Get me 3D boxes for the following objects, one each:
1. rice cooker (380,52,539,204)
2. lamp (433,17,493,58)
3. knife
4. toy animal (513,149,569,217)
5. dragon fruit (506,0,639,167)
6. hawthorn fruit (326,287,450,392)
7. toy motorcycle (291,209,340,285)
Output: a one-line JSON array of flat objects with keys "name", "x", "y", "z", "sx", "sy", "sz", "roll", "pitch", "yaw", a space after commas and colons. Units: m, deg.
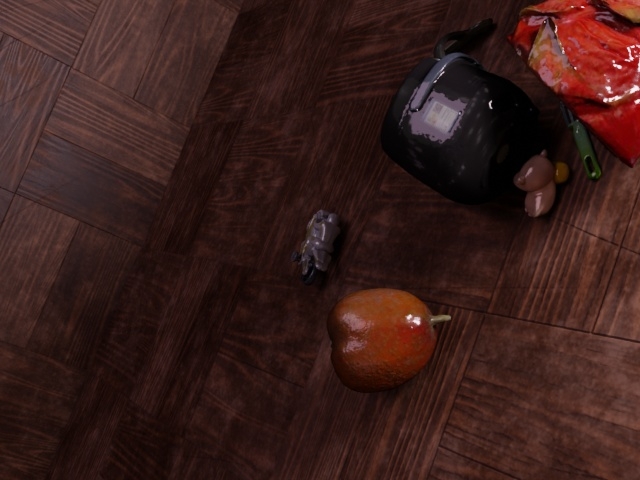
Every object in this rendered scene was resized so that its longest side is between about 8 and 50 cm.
[{"name": "rice cooker", "x": 0.264, "y": -0.204, "z": 1.595, "sx": 0.224, "sy": 0.267, "sz": 0.267, "roll": 33, "pitch": 97, "yaw": 33}, {"name": "lamp", "x": 0.266, "y": -0.350, "z": 1.874, "sx": 0.203, "sy": 0.124, "sz": 0.283, "roll": -42, "pitch": 32, "yaw": 53}, {"name": "knife", "x": 0.465, "y": -0.187, "z": 1.512, "sx": 0.054, "sy": 0.015, "sz": 0.212, "roll": -34, "pitch": 39, "yaw": 32}, {"name": "toy animal", "x": 0.374, "y": -0.104, "z": 1.525, "sx": 0.114, "sy": 0.082, "sz": 0.091, "roll": -64, "pitch": 27, "yaw": 2}, {"name": "dragon fruit", "x": 0.490, "y": -0.328, "z": 1.435, "sx": 0.330, "sy": 0.302, "sz": 0.240, "roll": -46, "pitch": 0, "yaw": -2}, {"name": "hawthorn fruit", "x": 0.132, "y": 0.180, "z": 1.621, "sx": 0.251, "sy": 0.199, "sz": 0.199, "roll": -20, "pitch": 49, "yaw": 32}, {"name": "toy motorcycle", "x": 0.000, "y": 0.000, "z": 2.084, "sx": 0.151, "sy": 0.074, "sz": 0.229, "roll": -48, "pitch": 23, "yaw": 37}]
